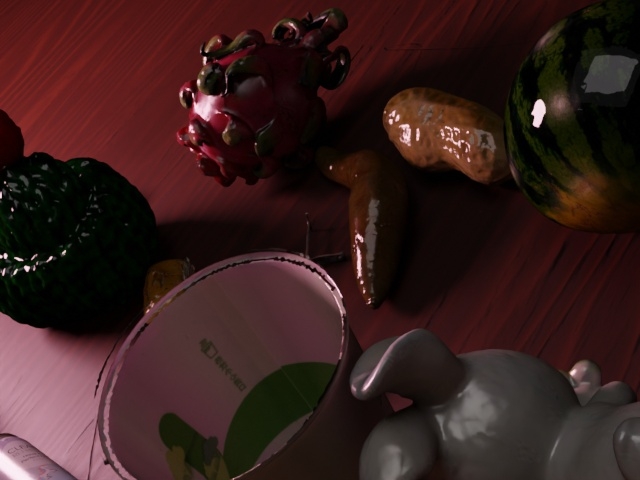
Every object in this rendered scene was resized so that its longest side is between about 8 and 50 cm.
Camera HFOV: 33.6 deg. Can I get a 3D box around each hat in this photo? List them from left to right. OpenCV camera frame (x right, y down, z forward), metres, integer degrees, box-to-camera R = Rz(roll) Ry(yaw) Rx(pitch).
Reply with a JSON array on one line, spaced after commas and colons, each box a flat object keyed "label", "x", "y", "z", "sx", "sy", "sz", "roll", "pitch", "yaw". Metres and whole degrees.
[{"label": "hat", "x": -0.403, "y": -0.043, "z": 1.452, "sx": 0.274, "sy": 0.332, "sz": 0.242, "roll": -22, "pitch": 37, "yaw": 19}]

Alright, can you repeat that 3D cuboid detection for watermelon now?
[{"label": "watermelon", "x": 0.321, "y": -0.129, "z": 1.114, "sx": 0.269, "sy": 0.269, "sz": 0.269, "roll": -19, "pitch": 40, "yaw": 17}]

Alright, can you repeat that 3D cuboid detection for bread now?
[{"label": "bread", "x": -0.204, "y": 0.069, "z": 1.420, "sx": 0.072, "sy": 0.053, "sz": 0.106, "roll": -21, "pitch": 34, "yaw": 9}]

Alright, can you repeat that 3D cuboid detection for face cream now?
[{"label": "face cream", "x": -0.344, "y": 0.291, "z": 1.263, "sx": 0.229, "sy": 0.075, "sz": 0.075, "roll": 18, "pitch": 60, "yaw": 44}]

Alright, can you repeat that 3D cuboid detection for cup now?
[{"label": "cup", "x": -0.033, "y": 0.184, "z": 1.000, "sx": 0.253, "sy": 0.274, "sz": 0.253, "roll": -19, "pitch": 42, "yaw": 19}]

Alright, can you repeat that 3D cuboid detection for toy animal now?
[{"label": "toy animal", "x": 0.184, "y": 0.184, "z": 0.891, "sx": 0.310, "sy": 0.247, "sz": 0.183, "roll": 22, "pitch": 91, "yaw": 23}]

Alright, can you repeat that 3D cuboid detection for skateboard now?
[{"label": "skateboard", "x": 0.000, "y": 0.000, "z": 1.373, "sx": 0.063, "sy": 0.032, "sz": 0.083, "roll": -12, "pitch": 44, "yaw": 10}]

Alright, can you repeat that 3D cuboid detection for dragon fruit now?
[{"label": "dragon fruit", "x": -0.075, "y": -0.203, "z": 1.512, "sx": 0.272, "sy": 0.198, "sz": 0.218, "roll": -31, "pitch": 78, "yaw": -32}]

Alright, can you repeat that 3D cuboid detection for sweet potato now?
[{"label": "sweet potato", "x": 0.058, "y": -0.055, "z": 1.351, "sx": 0.108, "sy": 0.079, "sz": 0.346, "roll": -38, "pitch": 34, "yaw": 14}]

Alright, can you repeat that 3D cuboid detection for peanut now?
[{"label": "peanut", "x": 0.166, "y": -0.129, "z": 1.342, "sx": 0.226, "sy": 0.095, "sz": 0.108, "roll": 26, "pitch": 82, "yaw": 44}]
